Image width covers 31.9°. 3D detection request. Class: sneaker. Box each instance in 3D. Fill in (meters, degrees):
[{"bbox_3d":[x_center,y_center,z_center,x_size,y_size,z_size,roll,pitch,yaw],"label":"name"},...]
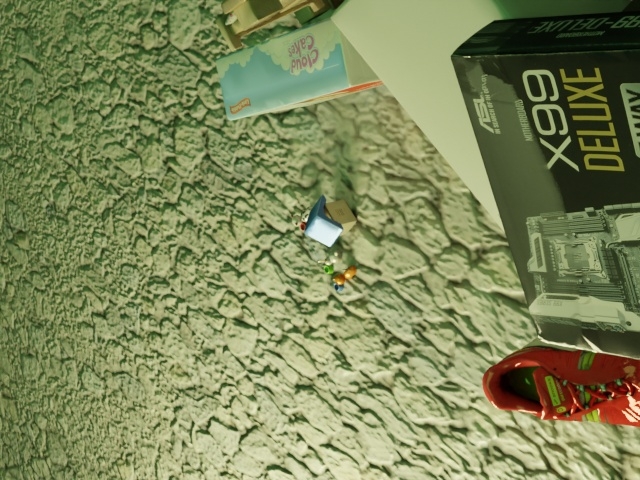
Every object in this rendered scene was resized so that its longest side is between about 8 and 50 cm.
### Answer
[{"bbox_3d":[0.292,0.165,1.213,0.279,0.118,0.107,-9,94,52],"label":"sneaker"}]

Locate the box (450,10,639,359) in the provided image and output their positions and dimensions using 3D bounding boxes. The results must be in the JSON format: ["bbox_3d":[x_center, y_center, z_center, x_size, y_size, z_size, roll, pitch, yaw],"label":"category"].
[{"bbox_3d":[0.263,-0.038,0.933,0.242,0.076,0.307,7,129,44],"label":"box"}]

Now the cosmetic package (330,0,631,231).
[{"bbox_3d":[0.207,-0.152,1.082,0.365,0.155,0.197,52,148,-5],"label":"cosmetic package"}]

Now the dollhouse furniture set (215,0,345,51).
[{"bbox_3d":[-0.047,-0.337,1.259,0.303,0.355,0.173,-19,101,58],"label":"dollhouse furniture set"}]

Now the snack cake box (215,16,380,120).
[{"bbox_3d":[0.002,-0.226,1.436,0.264,0.152,0.089,-7,97,51],"label":"snack cake box"}]

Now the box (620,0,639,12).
[{"bbox_3d":[0.441,-0.110,0.901,0.381,0.143,0.191,56,138,17],"label":"box"}]

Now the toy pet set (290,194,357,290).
[{"bbox_3d":[0.000,0.000,1.575,0.122,0.065,0.114,59,139,21],"label":"toy pet set"}]
